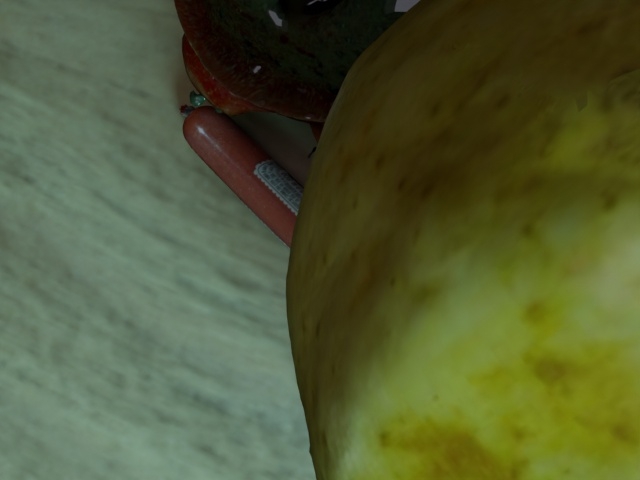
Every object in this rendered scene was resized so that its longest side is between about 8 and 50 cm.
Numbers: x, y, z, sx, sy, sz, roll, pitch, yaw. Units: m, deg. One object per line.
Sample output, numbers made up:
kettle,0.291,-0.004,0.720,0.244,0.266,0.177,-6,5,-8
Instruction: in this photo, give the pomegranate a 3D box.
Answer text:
pomegranate,0.152,0.049,0.599,0.410,0.410,0.410,-5,71,14

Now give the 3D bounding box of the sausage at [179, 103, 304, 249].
sausage,0.000,0.000,0.817,0.034,0.034,0.253,-46,67,-2

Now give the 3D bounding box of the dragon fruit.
dragon fruit,0.049,-0.160,0.798,0.295,0.130,0.268,6,65,12
